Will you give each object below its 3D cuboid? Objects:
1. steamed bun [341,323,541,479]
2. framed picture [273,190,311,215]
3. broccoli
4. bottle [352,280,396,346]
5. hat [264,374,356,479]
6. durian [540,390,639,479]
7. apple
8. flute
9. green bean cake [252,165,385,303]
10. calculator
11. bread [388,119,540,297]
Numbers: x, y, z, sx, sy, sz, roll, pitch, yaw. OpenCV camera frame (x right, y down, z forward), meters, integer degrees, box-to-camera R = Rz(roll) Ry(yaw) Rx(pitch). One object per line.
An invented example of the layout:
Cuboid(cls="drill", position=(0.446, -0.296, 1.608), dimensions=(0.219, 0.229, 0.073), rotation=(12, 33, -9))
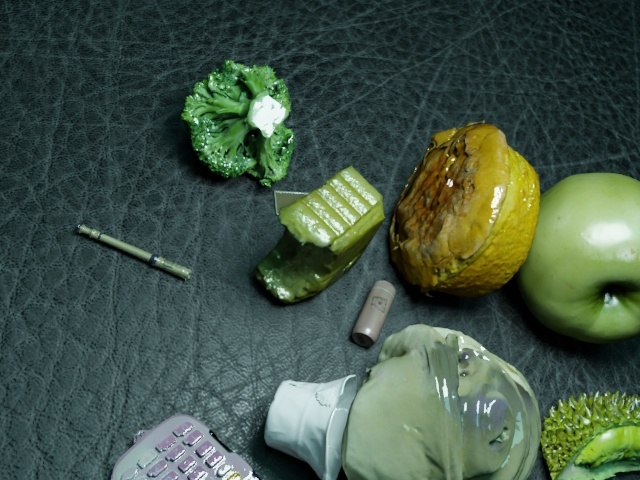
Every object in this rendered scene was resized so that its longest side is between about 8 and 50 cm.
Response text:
Cuboid(cls="steamed bun", position=(0.223, 0.299, 1.202), dimensions=(0.352, 0.247, 0.339), rotation=(30, 47, -11))
Cuboid(cls="framed picture", position=(-0.057, -0.079, 1.544), dimensions=(0.089, 0.006, 0.066), rotation=(2, 56, -17))
Cuboid(cls="broccoli", position=(-0.156, -0.254, 1.505), dimensions=(0.262, 0.242, 0.269), rotation=(34, 80, -18))
Cuboid(cls="bottle", position=(0.108, 0.144, 1.414), dimensions=(0.053, 0.053, 0.140), rotation=(27, 51, 1))
Cuboid(cls="hat", position=(-0.019, 0.307, 1.199), dimensions=(0.126, 0.203, 0.203), rotation=(8, 51, 15))
Cuboid(cls="durian", position=(0.582, 0.387, 1.395), dimensions=(0.352, 0.158, 0.168), rotation=(3, 90, -17))
Cuboid(cls="apple", position=(0.572, 0.026, 1.476), dimensions=(0.358, 0.357, 0.357), rotation=(9, 54, -13))
Cuboid(cls="flute", position=(-0.356, 0.021, 1.359), dimensions=(0.233, 0.027, 0.027), rotation=(23, 52, -2))
Cuboid(cls="green bean cake", position=(0.000, 0.000, 1.363), dimensions=(0.124, 0.236, 0.233), rotation=(45, 53, 13))
Cuboid(cls="calculator", position=(-0.197, 0.413, 1.133), dimensions=(0.294, 0.043, 0.194), rotation=(42, 54, 16))
Cuboid(cls="bread", position=(0.298, -0.058, 1.473), dimensions=(0.204, 0.337, 0.358), rotation=(27, 48, -26))
